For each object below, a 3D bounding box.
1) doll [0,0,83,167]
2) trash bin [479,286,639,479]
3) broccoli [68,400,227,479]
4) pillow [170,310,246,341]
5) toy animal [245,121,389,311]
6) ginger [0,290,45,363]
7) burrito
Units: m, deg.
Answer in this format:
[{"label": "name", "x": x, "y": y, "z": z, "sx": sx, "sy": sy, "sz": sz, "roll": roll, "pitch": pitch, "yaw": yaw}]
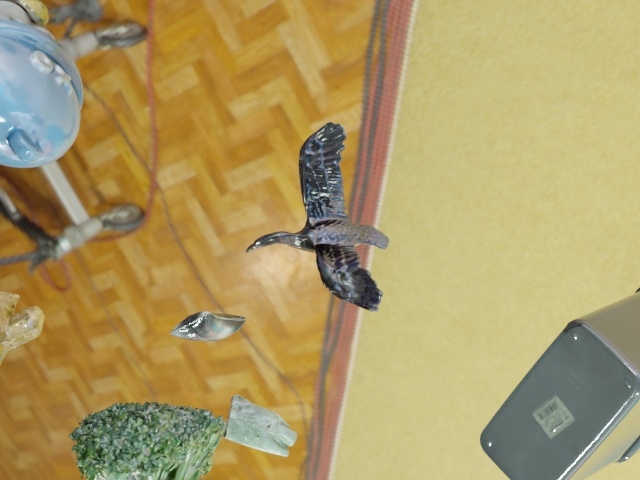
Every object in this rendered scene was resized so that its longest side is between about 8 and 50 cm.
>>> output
[{"label": "doll", "x": -0.335, "y": -0.190, "z": 1.115, "sx": 0.177, "sy": 0.141, "sz": 0.314, "roll": 39, "pitch": -160, "yaw": -51}, {"label": "trash bin", "x": 0.264, "y": 0.132, "z": 0.972, "sx": 0.101, "sy": 0.236, "sz": 0.176, "roll": 47, "pitch": 120, "yaw": 24}, {"label": "broccoli", "x": -0.206, "y": 0.280, "z": 1.228, "sx": 0.220, "sy": 0.194, "sz": 0.194, "roll": -11, "pitch": 109, "yaw": 48}, {"label": "pillow", "x": -0.205, "y": 0.159, "z": 1.965, "sx": 0.091, "sy": 0.136, "sz": 0.055, "roll": 0, "pitch": 84, "yaw": 27}, {"label": "toy animal", "x": 0.000, "y": 0.007, "z": 1.534, "sx": 0.197, "sy": 0.160, "sz": 0.272, "roll": -22, "pitch": 64, "yaw": 16}, {"label": "ginger", "x": -0.508, "y": 0.202, "z": 1.511, "sx": 0.118, "sy": 0.298, "sz": 0.065, "roll": 24, "pitch": 159, "yaw": 8}, {"label": "burrito", "x": -0.093, "y": 0.291, "z": 1.668, "sx": 0.118, "sy": 0.074, "sz": 0.044, "roll": 19, "pitch": 156, "yaw": 0}]
